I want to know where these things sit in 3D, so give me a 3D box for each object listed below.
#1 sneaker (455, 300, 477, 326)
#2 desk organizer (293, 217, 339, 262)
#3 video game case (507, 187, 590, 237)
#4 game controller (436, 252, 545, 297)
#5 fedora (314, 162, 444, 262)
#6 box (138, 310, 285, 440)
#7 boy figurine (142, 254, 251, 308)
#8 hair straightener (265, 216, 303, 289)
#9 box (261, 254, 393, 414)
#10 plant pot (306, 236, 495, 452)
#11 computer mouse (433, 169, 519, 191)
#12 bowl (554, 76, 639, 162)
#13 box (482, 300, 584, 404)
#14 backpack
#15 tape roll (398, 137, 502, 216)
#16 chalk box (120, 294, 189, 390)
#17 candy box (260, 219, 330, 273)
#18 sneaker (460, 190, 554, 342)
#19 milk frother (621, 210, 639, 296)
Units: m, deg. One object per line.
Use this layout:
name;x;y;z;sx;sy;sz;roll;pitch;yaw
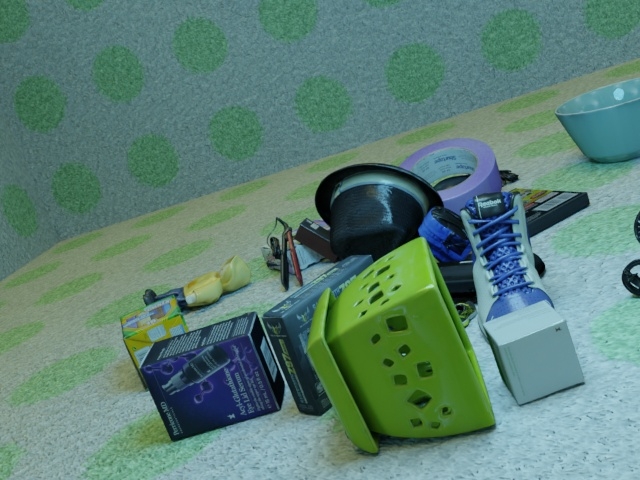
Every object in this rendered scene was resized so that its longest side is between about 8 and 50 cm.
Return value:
sneaker;0.259;0.126;1.370;0.031;0.035;0.083;-11;17;28
desk organizer;0.000;0.000;1.986;0.130;0.050;0.047;31;31;9
video game case;0.440;-0.051;1.779;0.274;0.035;0.248;-26;16;-21
game controller;0.279;0.074;1.515;0.319;0.067;0.166;-6;6;41
fedora;0.126;-0.035;1.800;0.334;0.334;0.153;-9;51;36
box;-0.185;0.235;1.328;0.207;0.153;0.108;-19;15;7
boy figurine;-0.323;0.127;2.021;0.285;0.092;0.177;-23;12;2
hair straightener;-0.105;0.032;1.947;0.089;0.047;0.230;-20;52;7
box;0.026;0.153;1.285;0.059;0.183;0.232;-3;23;46
plant pot;0.106;0.157;1.110;0.207;0.227;0.228;-23;14;11
computer mouse;0.400;-0.157;2.135;0.272;0.072;0.188;-27;17;-26
bowl;0.790;-0.310;1.999;0.311;0.163;0.311;-18;15;5
box;0.300;0.157;1.076;0.102;0.101;0.087;-21;15;1
backpack;0.270;-0.009;1.652;0.101;0.120;0.098;-55;-3;24
tape roll;0.332;-0.154;2.001;0.274;0.090;0.275;-16;36;12
chalk box;-0.351;0.212;1.666;0.132;0.132;0.213;-23;16;-11
candy box;-0.041;0.015;2.094;0.196;0.070;0.165;-26;16;-24
sneaker;0.298;0.023;1.282;0.127;0.182;0.315;-17;35;15
milk frother;0.570;0.021;1.248;0.134;0.129;0.143;12;-44;-42
